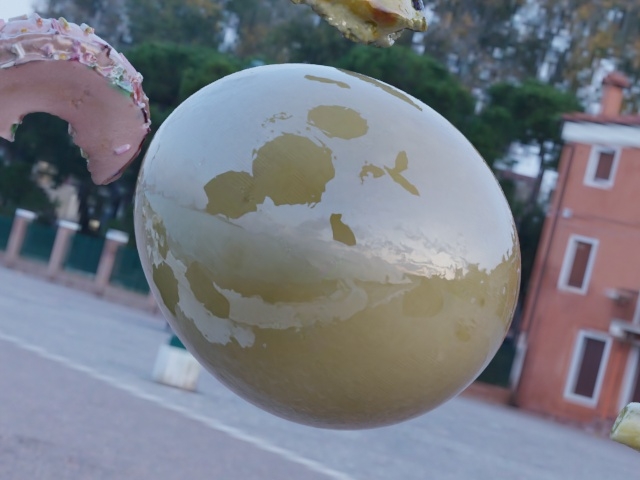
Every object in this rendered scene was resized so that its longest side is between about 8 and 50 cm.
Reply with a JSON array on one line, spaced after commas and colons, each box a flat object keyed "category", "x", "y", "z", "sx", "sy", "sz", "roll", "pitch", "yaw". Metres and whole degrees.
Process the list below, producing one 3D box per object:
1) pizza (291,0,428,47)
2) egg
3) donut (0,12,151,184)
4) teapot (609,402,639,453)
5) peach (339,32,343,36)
[{"category": "pizza", "x": -0.039, "y": -0.166, "z": 0.518, "sx": 0.036, "sy": 0.184, "sz": 0.176, "roll": -36, "pitch": -20, "yaw": 33}, {"category": "egg", "x": 0.000, "y": 0.000, "z": 1.114, "sx": 0.301, "sy": 0.301, "sz": 0.374, "roll": 18, "pitch": 17, "yaw": -48}, {"category": "donut", "x": -0.192, "y": -0.114, "z": 0.930, "sx": 0.166, "sy": 0.117, "sz": 0.065, "roll": 24, "pitch": 36, "yaw": -38}, {"category": "teapot", "x": 0.321, "y": 0.146, "z": 0.719, "sx": 0.311, "sy": 0.167, "sz": 0.203, "roll": 8, "pitch": 21, "yaw": 15}, {"category": "peach", "x": 0.104, "y": -0.300, "z": 1.417, "sx": 0.189, "sy": 0.068, "sz": 0.279, "roll": -27, "pitch": 6, "yaw": -42}]
